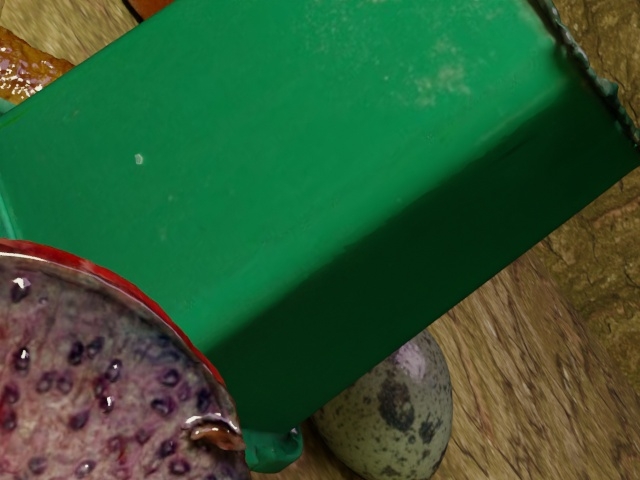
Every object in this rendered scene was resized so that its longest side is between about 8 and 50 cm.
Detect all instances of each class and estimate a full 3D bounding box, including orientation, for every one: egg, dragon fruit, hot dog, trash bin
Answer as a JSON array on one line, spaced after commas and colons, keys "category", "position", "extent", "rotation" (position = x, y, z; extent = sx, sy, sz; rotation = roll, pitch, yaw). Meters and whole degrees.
[{"category": "egg", "position": [0.054, 0.140, 0.947], "extent": [0.132, 0.132, 0.172], "rotation": [9, 61, -67]}, {"category": "dragon fruit", "position": [-0.148, 0.101, 0.434], "extent": [0.223, 0.219, 0.148], "rotation": [6, 4, -21]}, {"category": "hot dog", "position": [-0.223, -0.115, 0.772], "extent": [0.147, 0.065, 0.099], "rotation": [26, 27, -16]}, {"category": "trash bin", "position": [-0.026, -0.043, 0.641], "extent": [0.295, 0.381, 0.259], "rotation": [25, 34, -59]}]

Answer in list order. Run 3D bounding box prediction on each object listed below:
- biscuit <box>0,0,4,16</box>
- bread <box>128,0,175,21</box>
[{"category": "biscuit", "position": [-0.258, -0.137, 0.707], "extent": [0.071, 0.018, 0.147], "rotation": [23, 57, -22]}, {"category": "bread", "position": [-0.120, -0.296, 1.318], "extent": [0.295, 0.114, 0.328], "rotation": [48, 17, -22]}]
